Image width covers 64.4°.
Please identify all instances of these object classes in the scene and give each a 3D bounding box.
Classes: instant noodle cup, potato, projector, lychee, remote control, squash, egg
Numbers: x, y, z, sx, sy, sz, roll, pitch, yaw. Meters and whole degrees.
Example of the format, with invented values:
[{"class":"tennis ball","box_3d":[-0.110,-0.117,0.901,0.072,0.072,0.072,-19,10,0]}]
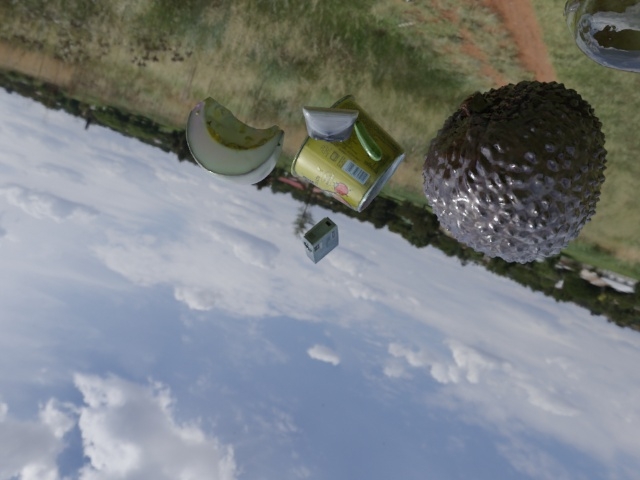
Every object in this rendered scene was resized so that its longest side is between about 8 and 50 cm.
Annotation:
[{"class":"instant noodle cup","box_3d":[0.102,-0.264,1.634,0.254,0.325,0.325,38,-171,7]},{"class":"potato","box_3d":[0.583,-0.389,0.821,0.326,0.221,0.243,-16,-132,0]},{"class":"projector","box_3d":[0.000,0.000,1.692,0.061,0.115,0.147,42,163,22]},{"class":"lychee","box_3d":[0.311,-0.113,0.813,0.300,0.300,0.300,20,-173,-2]},{"class":"remote control","box_3d":[0.020,-0.247,1.127,0.109,0.055,0.313,4,-177,0]},{"class":"squash","box_3d":[0.091,-0.195,0.997,0.089,0.027,0.027,55,-172,1]},{"class":"egg","box_3d":[-0.228,-0.245,1.397,0.271,0.206,0.162,17,169,11]}]
